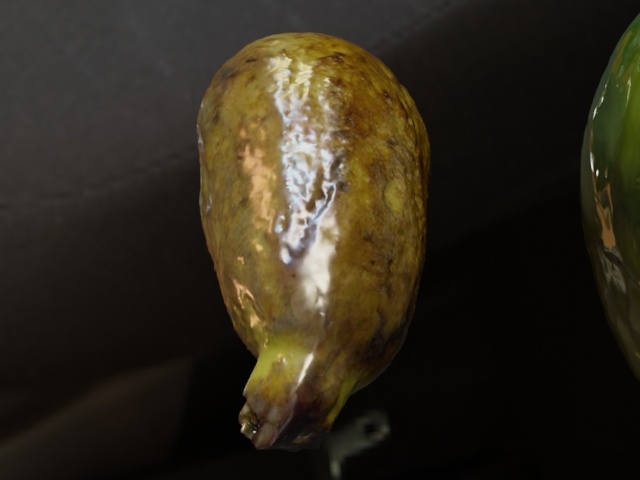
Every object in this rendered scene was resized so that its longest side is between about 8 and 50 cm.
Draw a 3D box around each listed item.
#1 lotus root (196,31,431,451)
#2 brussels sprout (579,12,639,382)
[{"bbox_3d":[0.000,0.000,0.733,0.108,0.094,0.190,51,-160,-36],"label":"lotus root"},{"bbox_3d":[0.287,-0.007,1.010,0.344,0.268,0.344,48,157,28],"label":"brussels sprout"}]
